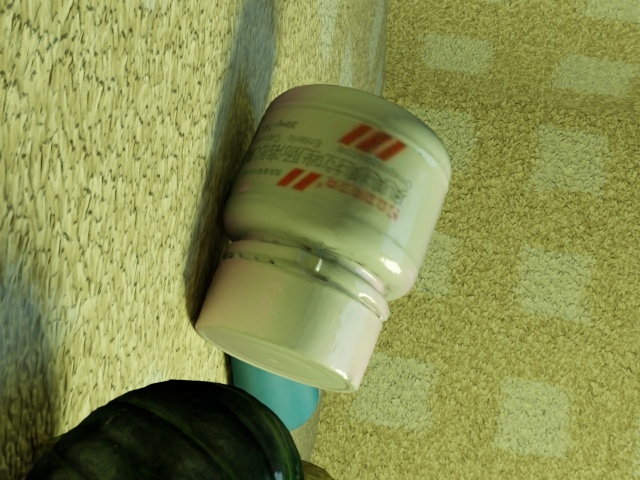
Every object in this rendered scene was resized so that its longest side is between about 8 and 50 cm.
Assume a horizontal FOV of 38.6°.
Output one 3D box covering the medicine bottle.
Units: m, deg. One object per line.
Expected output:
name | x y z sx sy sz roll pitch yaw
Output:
medicine bottle | 0.000 0.000 1.126 0.256 0.256 0.325 82 29 -70

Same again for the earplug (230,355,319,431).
earplug | -0.074 0.162 1.328 0.273 0.132 0.132 86 15 -53

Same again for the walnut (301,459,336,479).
walnut | -0.048 0.476 1.455 0.227 0.283 0.283 -60 174 2

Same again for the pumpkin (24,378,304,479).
pumpkin | -0.120 0.207 0.629 0.250 0.216 0.250 -40 158 -20
